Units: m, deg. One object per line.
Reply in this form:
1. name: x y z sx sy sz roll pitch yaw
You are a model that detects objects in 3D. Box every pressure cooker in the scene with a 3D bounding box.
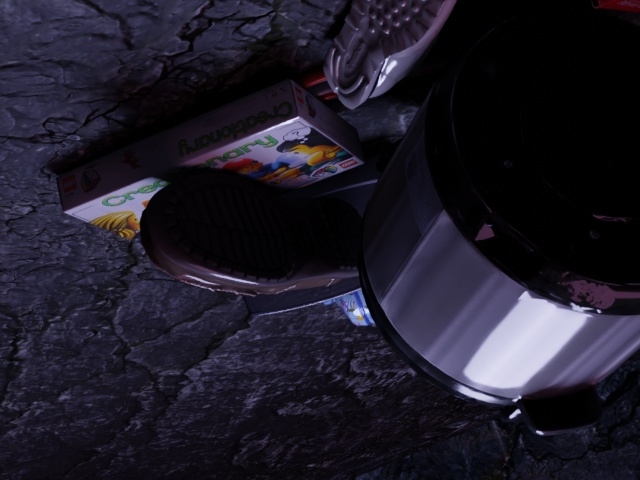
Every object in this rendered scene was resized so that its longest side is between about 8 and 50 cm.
1. pressure cooker: 0.235 -0.016 1.595 0.369 0.376 0.420 -58 178 -32

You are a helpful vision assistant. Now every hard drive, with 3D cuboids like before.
1. hard drive: 0.000 0.000 1.827 0.255 0.172 0.054 -19 -158 5

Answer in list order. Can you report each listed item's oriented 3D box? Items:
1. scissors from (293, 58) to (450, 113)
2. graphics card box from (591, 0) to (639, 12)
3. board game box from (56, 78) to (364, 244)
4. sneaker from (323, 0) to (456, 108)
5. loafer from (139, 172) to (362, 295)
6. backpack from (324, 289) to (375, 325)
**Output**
1. scissors: 0.108 -0.196 1.603 0.297 0.021 0.109 -16 159 -3
2. graphics card box: 0.456 -0.314 1.328 0.371 0.094 0.233 -15 177 34
3. board game box: -0.124 -0.083 1.628 0.305 0.053 0.193 -21 160 19
4. sneaker: 0.087 -0.226 1.445 0.095 0.090 0.235 -21 168 -32
5. loafer: -0.085 0.016 1.645 0.130 0.133 0.366 -27 158 33
6. backpack: 0.045 0.045 1.956 0.117 0.173 0.158 -19 161 3
